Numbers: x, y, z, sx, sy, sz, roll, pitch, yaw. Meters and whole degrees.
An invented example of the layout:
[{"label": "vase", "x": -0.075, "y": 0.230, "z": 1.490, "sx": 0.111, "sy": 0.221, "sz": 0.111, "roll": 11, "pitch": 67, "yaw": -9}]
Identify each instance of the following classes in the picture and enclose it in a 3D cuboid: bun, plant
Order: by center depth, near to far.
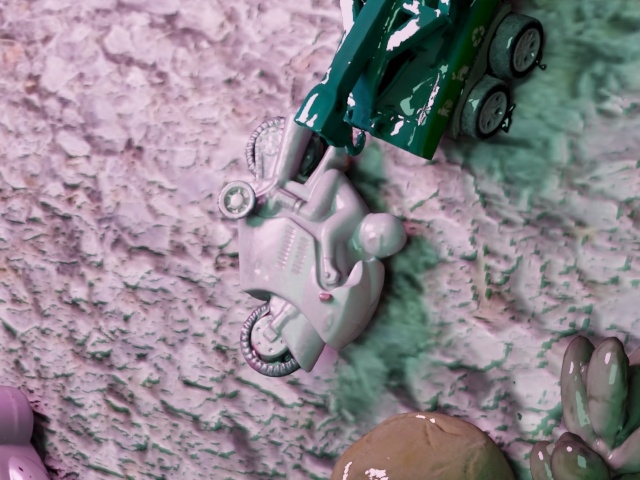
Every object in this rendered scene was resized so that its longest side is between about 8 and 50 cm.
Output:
[{"label": "plant", "x": 0.208, "y": 0.210, "z": 0.945, "sx": 0.146, "sy": 0.149, "sz": 0.274, "roll": 17, "pitch": 91, "yaw": 34}, {"label": "bun", "x": 0.079, "y": 0.232, "z": 1.047, "sx": 0.173, "sy": 0.113, "sz": 0.166, "roll": -17, "pitch": 74, "yaw": 32}]

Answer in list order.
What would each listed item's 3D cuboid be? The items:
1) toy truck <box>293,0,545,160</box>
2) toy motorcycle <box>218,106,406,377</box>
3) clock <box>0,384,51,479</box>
[{"label": "toy truck", "x": 0.107, "y": -0.237, "z": 1.054, "sx": 0.176, "sy": 0.178, "sz": 0.363, "roll": 28, "pitch": 97, "yaw": 33}, {"label": "toy motorcycle", "x": 0.000, "y": 0.000, "z": 1.146, "sx": 0.171, "sy": 0.110, "sz": 0.260, "roll": -4, "pitch": 74, "yaw": 17}, {"label": "clock", "x": -0.404, "y": 0.346, "z": 1.362, "sx": 0.296, "sy": 0.113, "sz": 0.322, "roll": -27, "pitch": 68, "yaw": 29}]
